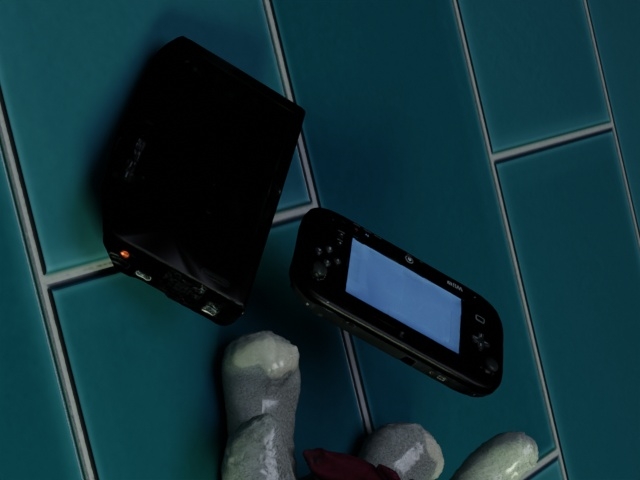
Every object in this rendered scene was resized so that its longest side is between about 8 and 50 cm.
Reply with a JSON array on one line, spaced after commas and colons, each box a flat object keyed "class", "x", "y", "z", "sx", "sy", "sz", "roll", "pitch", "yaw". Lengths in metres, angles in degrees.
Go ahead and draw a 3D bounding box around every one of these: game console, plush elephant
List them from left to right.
[{"class": "game console", "x": 0.000, "y": 0.000, "z": 1.064, "sx": 0.361, "sy": 0.044, "sz": 0.213, "roll": 30, "pitch": 48, "yaw": -18}, {"class": "plush elephant", "x": 0.062, "y": 0.236, "z": 1.014, "sx": 0.272, "sy": 0.255, "sz": 0.330, "roll": 44, "pitch": 49, "yaw": -37}]
